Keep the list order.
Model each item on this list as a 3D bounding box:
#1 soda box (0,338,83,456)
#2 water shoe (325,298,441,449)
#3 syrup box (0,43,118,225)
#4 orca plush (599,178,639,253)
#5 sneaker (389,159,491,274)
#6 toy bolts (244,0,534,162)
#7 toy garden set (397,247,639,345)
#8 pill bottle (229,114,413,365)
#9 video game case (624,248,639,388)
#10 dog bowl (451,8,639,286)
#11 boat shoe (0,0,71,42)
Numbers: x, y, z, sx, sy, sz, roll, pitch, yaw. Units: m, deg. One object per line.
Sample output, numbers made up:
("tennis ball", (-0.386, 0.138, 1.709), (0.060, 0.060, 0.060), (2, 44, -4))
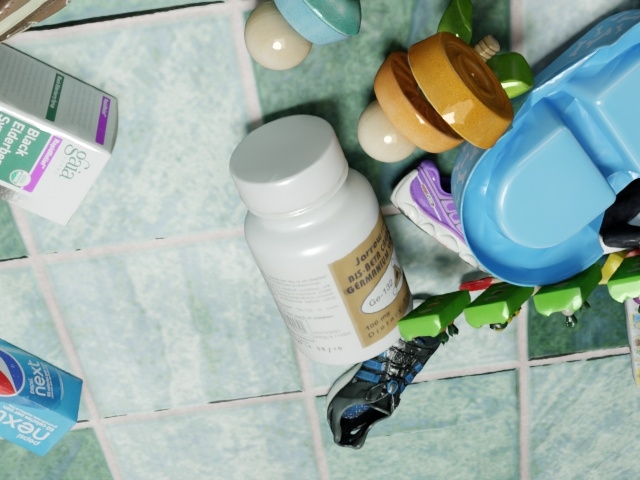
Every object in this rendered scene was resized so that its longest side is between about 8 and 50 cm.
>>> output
("soda box", (-0.365, 0.149, 1.204), (0.210, 0.067, 0.071), (33, 120, -27))
("water shoe", (0.078, 0.153, 1.236), (0.073, 0.080, 0.203), (21, 124, -21))
("syrup box", (-0.303, -0.116, 0.979), (0.237, 0.096, 0.093), (26, 122, -22))
("orca plush", (0.328, -0.053, 1.076), (0.287, 0.151, 0.102), (-13, 92, 35))
("sneaker", (0.148, -0.021, 1.116), (0.170, 0.068, 0.071), (33, 102, -33))
("toy bolts", (0.043, -0.143, 0.932), (0.158, 0.218, 0.228), (-38, 106, 27))
("toy garden set", (0.225, 0.057, 1.105), (0.244, 0.204, 0.049), (-13, 95, 25))
("pill bottle", (0.000, 0.000, 1.074), (0.131, 0.131, 0.229), (-17, 128, 8))
("video game case", (0.450, 0.063, 1.231), (0.227, 0.026, 0.206), (-14, 128, 5))
("dog bowl", (0.244, -0.091, 1.013), (0.297, 0.074, 0.166), (-40, 118, 5))
("boat shoe", (-0.207, -0.242, 0.901), (0.257, 0.095, 0.095), (-32, 88, 2))
